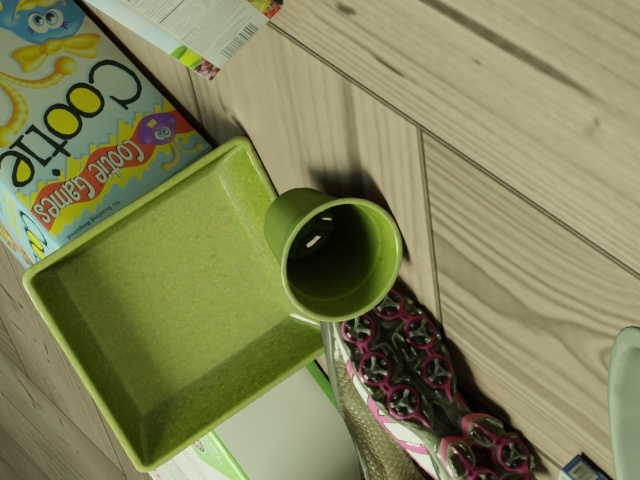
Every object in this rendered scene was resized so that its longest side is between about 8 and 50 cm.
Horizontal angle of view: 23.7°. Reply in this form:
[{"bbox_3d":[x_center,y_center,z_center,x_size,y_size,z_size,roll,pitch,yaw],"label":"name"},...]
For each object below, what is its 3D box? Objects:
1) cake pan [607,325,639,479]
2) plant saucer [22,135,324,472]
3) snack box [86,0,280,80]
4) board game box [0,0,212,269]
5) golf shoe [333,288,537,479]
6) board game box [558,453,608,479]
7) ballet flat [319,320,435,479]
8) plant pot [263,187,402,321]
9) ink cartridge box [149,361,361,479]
[{"bbox_3d":[0.202,0.177,0.712,0.293,0.054,0.293,167,90,-88],"label":"cake pan"},{"bbox_3d":[-0.101,0.043,1.111,0.045,0.188,0.188,30,151,59],"label":"plant saucer"},{"bbox_3d":[-0.128,-0.188,0.843,0.174,0.070,0.207,46,-172,15],"label":"snack box"},{"bbox_3d":[-0.226,-0.096,1.204,0.275,0.142,0.144,47,159,16],"label":"board game box"},{"bbox_3d":[0.065,0.111,1.039,0.186,0.067,0.086,53,161,-4],"label":"golf shoe"},{"bbox_3d":[0.187,0.189,0.977,0.090,0.020,0.090,42,156,23],"label":"board game box"},{"bbox_3d":[0.043,0.122,1.129,0.084,0.058,0.249,-96,-8,-55],"label":"ballet flat"},{"bbox_3d":[0.000,0.000,0.998,0.083,0.083,0.079,64,169,-28],"label":"plant pot"},{"bbox_3d":[-0.066,0.185,1.361,0.198,0.115,0.273,54,158,-6],"label":"ink cartridge box"}]
